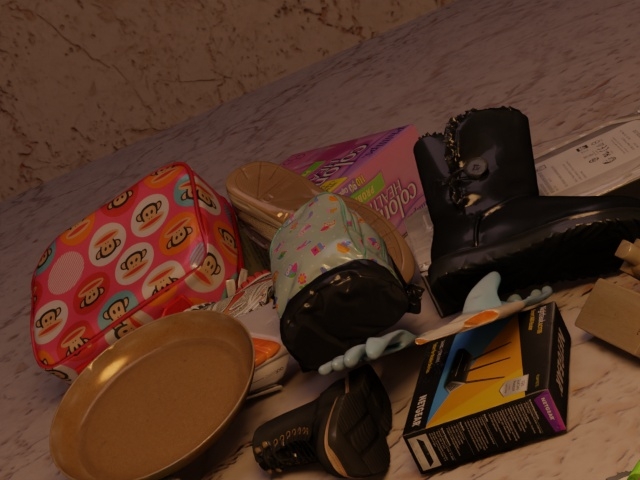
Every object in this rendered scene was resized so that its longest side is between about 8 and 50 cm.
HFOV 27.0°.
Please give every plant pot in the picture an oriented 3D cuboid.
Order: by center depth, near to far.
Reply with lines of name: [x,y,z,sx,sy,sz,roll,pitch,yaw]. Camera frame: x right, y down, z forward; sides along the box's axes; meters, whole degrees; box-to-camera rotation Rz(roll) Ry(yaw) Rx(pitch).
plant pot: [-0.167,0.166,1.364,0.236,0.032,0.236,-19,35,14]

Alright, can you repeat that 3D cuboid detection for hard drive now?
hard drive: [0.265,-0.043,1.516,0.339,0.064,0.237,-25,16,7]

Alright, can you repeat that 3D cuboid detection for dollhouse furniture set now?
dollhouse furniture set: [0.338,0.049,1.175,0.151,0.123,0.144,-62,19,1]

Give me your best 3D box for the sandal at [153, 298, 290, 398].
sandal: [-0.060,0.127,1.465,0.265,0.076,0.102,-25,34,-16]

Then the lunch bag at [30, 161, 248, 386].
lunch bag: [-0.237,0.061,1.709,0.293,0.120,0.258,-32,41,15]

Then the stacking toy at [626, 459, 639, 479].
stacking toy: [0.305,0.131,0.772,0.221,0.052,0.167,17,37,25]

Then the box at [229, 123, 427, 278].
box: [0.005,-0.042,1.811,0.243,0.117,0.213,-9,23,45]

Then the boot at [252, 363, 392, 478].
boot: [-0.010,0.190,1.210,0.137,0.077,0.198,-27,2,13]

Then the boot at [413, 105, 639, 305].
boot: [0.215,-0.057,1.371,0.246,0.094,0.207,-16,53,21]

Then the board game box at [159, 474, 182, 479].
board game box: [-0.181,0.271,1.270,0.124,0.039,0.259,-32,14,-23]

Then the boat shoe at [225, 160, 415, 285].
boat shoe: [0.000,0.000,1.614,0.285,0.092,0.103,30,56,30]

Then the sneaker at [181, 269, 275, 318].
sneaker: [-0.093,0.099,1.575,0.092,0.088,0.225,-4,27,50]

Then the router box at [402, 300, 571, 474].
router box: [0.151,0.127,1.180,0.133,0.046,0.179,-21,16,18]

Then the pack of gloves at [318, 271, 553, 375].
pack of gloves: [0.109,0.071,1.269,0.195,0.046,0.232,-20,-5,24]

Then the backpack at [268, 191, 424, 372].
backpack: [0.017,0.034,1.385,0.152,0.115,0.182,-31,27,12]

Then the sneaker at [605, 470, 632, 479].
sneaker: [0.152,0.234,0.723,0.131,0.112,0.319,-1,30,48]
